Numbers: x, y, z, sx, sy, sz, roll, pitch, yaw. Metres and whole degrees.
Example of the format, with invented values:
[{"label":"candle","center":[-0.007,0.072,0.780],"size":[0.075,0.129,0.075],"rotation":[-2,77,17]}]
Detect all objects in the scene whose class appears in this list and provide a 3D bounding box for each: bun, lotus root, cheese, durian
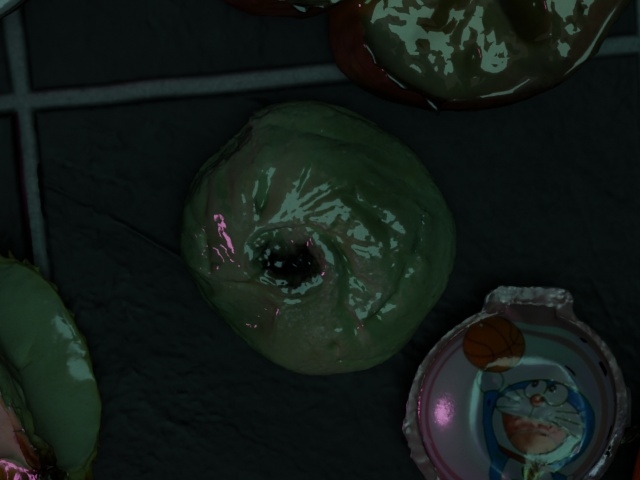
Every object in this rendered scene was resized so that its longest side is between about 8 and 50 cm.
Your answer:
[{"label":"bun","center":[0.002,0.002,1.312],"size":[0.221,0.108,0.221],"rotation":[-1,99,-8]},{"label":"lotus root","center":[0.084,-0.291,1.282],"size":[0.390,0.111,0.375],"rotation":[43,90,-8]},{"label":"cheese","center":[0.156,0.176,1.379],"size":[0.188,0.074,0.286],"rotation":[5,99,-7]},{"label":"durian","center":[-0.253,0.090,1.277],"size":[0.144,0.139,0.252],"rotation":[-16,101,-1]}]

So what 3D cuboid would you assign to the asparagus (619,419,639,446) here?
[{"label":"asparagus","center":[0.343,0.109,1.420],"size":[0.233,0.022,0.023],"rotation":[-33,137,-4]}]

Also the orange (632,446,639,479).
[{"label":"orange","center":[0.371,0.209,1.334],"size":[0.261,0.261,0.261],"rotation":[-1,99,-8]}]

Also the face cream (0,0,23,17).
[{"label":"face cream","center":[-0.272,-0.245,1.195],"size":[0.201,0.187,0.201],"rotation":[-1,99,-7]}]
